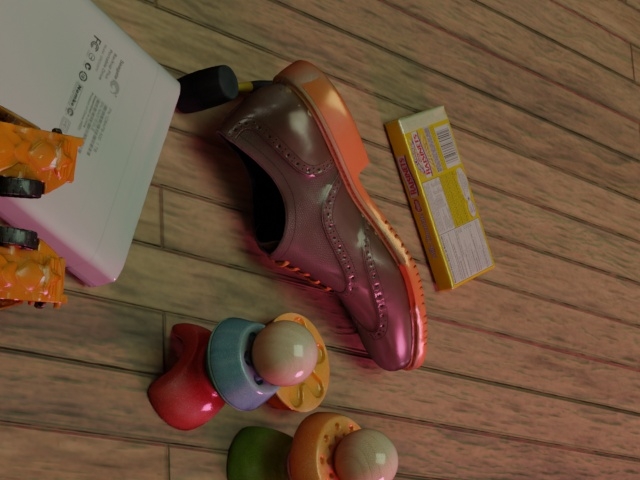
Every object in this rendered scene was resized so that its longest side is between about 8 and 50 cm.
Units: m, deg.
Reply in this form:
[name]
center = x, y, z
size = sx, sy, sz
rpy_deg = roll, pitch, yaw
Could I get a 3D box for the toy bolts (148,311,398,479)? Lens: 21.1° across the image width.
[toy bolts]
center = -0.022, 0.132, 1.619
size = 0.228, 0.158, 0.218
rpy_deg = 42, 47, -36

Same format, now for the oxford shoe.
[oxford shoe]
center = 0.000, 0.000, 1.761
size = 0.133, 0.130, 0.363
rpy_deg = -33, 115, -18

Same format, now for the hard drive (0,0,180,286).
[hard drive]
center = -0.275, -0.150, 1.485
size = 0.353, 0.047, 0.233
rpy_deg = 43, 48, -36

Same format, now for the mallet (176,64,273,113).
[mallet]
center = -0.071, -0.157, 1.739
size = 0.190, 0.062, 0.039
rpy_deg = -12, 88, -54

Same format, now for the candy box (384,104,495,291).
[candy box]
center = 0.141, -0.051, 2.005
size = 0.105, 0.027, 0.206
rpy_deg = -21, 95, -51

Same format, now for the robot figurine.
[robot figurine]
center = -0.320, -0.029, 1.321
size = 0.291, 0.085, 0.211
rpy_deg = 9, 85, -44
